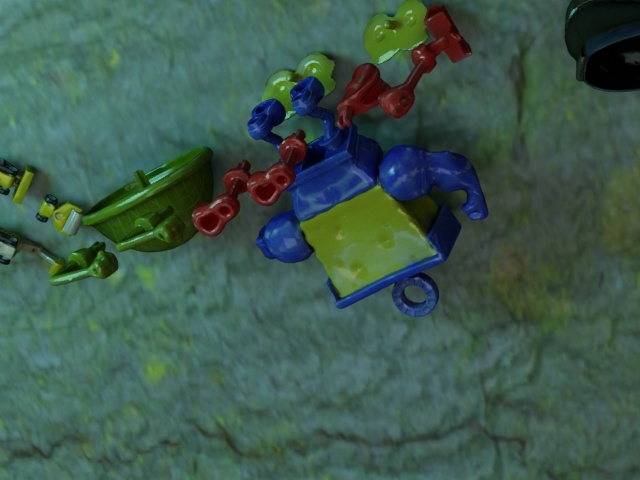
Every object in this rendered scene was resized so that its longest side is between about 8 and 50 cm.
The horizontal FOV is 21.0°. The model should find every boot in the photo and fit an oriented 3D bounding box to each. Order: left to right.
[{"bbox_3d":[0.285,-0.136,1.254,0.219,0.106,0.082,1,119,12],"label":"boot"}]

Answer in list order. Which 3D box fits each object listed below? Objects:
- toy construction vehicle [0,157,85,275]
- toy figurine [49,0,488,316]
[{"bbox_3d":[-0.253,-0.022,1.478,0.098,0.035,0.086,23,110,-4],"label":"toy construction vehicle"},{"bbox_3d":[0.000,0.000,1.351,0.362,0.191,0.217,-27,115,25],"label":"toy figurine"}]
